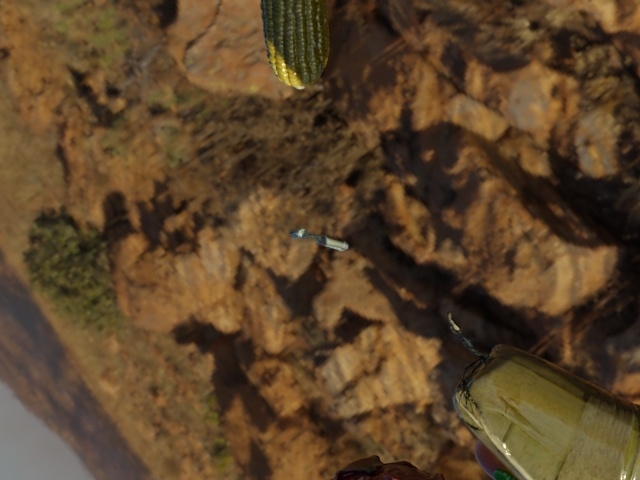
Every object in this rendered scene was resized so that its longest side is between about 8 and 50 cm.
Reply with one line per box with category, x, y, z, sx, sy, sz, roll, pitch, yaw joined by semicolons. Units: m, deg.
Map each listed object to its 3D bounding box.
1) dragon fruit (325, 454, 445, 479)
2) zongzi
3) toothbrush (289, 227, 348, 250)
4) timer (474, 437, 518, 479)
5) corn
dragon fruit;0.090;0.358;1.169;0.293;0.234;0.234;22;146;43
zongzi;0.146;0.155;0.750;0.189;0.081;0.178;25;140;11
toothbrush;0.000;0.000;1.570;0.219;0.019;0.016;14;-108;-70
timer;0.263;0.284;1.413;0.136;0.136;0.099;35;148;47
corn;-0.030;-0.276;1.237;0.080;0.080;0.238;41;148;36
